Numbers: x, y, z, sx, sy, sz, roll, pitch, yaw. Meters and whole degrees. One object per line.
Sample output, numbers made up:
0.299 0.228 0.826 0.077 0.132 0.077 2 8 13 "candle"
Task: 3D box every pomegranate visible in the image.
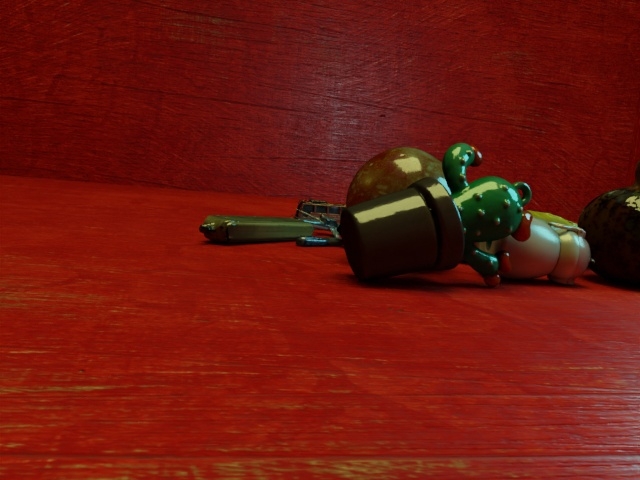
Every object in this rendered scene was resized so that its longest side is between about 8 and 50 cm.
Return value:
0.757 -0.064 1.507 0.285 0.340 0.285 6 11 -1 "pomegranate"

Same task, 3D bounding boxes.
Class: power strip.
-0.165 -0.027 1.665 0.092 0.066 0.388 13 8 37 "power strip"

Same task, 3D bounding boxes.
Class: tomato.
0.196 -0.067 1.456 0.270 0.270 0.222 4 30 -13 "tomato"

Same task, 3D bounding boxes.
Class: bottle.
0.482 0.023 1.423 0.237 0.147 0.147 10 7 -5 "bottle"

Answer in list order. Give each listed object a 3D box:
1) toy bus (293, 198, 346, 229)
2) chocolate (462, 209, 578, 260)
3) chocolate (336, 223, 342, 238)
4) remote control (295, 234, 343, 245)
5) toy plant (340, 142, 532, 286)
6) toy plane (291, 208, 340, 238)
0.031 -0.081 2.103 0.235 0.096 0.073 6 4 -6 "toy bus"
0.552 -0.014 1.696 0.446 0.162 0.162 5 7 -16 "chocolate"
0.092 -0.006 1.658 0.070 0.072 0.147 6 12 -18 "chocolate"
0.000 0.002 1.691 0.153 0.027 0.043 2 3 -41 "remote control"
0.244 -0.047 1.267 0.400 0.279 0.185 -14 -26 -12 "toy plant"
0.015 -0.045 1.948 0.226 0.058 0.226 0 25 -36 "toy plane"
